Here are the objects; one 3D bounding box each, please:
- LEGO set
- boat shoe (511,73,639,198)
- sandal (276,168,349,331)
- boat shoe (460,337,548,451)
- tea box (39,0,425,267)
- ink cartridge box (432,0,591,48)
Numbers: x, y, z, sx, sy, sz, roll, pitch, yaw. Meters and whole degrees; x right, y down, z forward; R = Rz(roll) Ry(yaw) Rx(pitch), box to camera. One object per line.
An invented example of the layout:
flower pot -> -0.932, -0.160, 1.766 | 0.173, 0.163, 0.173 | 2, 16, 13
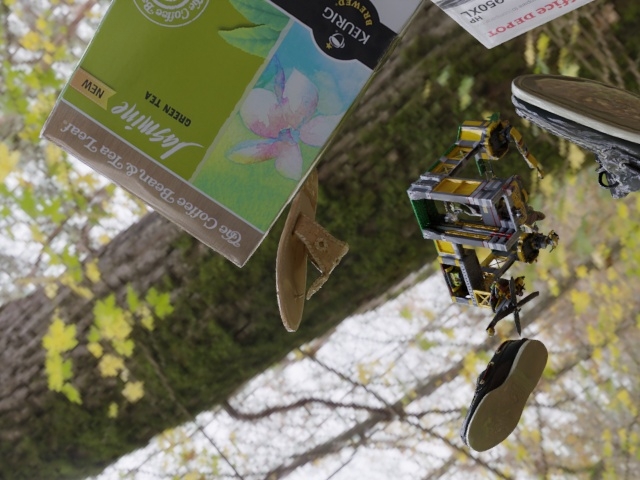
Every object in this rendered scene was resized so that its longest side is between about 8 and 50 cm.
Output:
LEGO set -> 0.303, -0.029, 1.584 | 0.192, 0.255, 0.331 | 11, 125, 45
boat shoe -> 0.371, -0.094, 1.124 | 0.340, 0.113, 0.127 | 17, -147, 6
sandal -> -0.002, -0.003, 1.270 | 0.088, 0.079, 0.240 | 54, -145, -57
boat shoe -> 0.173, 0.150, 0.959 | 0.049, 0.133, 0.042 | 50, 151, -23
tea box -> -0.050, -0.199, 0.942 | 0.220, 0.323, 0.329 | 33, -162, -3
ink cartridge box -> 0.308, -0.557, 1.794 | 0.395, 0.285, 0.166 | 29, -124, -38
